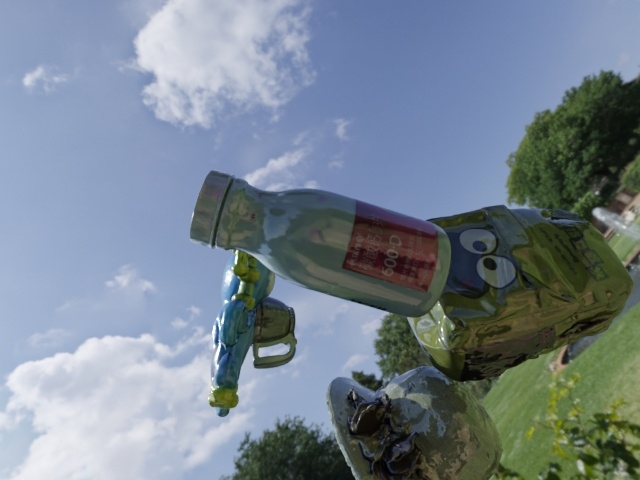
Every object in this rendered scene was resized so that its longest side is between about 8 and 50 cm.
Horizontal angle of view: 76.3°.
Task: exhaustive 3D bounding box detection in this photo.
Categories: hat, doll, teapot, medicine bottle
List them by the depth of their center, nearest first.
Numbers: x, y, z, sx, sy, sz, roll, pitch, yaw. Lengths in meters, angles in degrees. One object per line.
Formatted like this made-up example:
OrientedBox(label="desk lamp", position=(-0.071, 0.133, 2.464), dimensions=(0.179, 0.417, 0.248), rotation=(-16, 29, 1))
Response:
OrientedBox(label="medicine bottle", position=(0.000, 0.000, 0.365), dimensions=(0.090, 0.216, 0.091), rotation=(-163, 90, -83))
OrientedBox(label="hat", position=(0.138, 0.234, 0.501), dimensions=(0.130, 0.257, 0.257), rotation=(-46, -26, 7))
OrientedBox(label="doll", position=(-0.138, 0.132, 0.731), dimensions=(0.346, 0.098, 0.342), rotation=(121, 155, -62))
OrientedBox(label="teapot", position=(-0.101, 0.183, 0.865), dimensions=(0.108, 0.149, 0.111), rotation=(6, -65, -19))

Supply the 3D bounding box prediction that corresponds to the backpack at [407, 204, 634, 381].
OrientedBox(label="backpack", position=(0.222, 0.053, 0.498), dimensions=(0.252, 0.207, 0.140), rotation=(-13, -41, -4))
